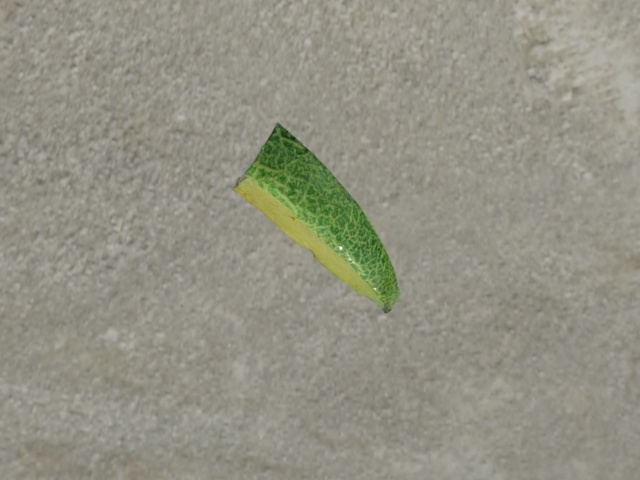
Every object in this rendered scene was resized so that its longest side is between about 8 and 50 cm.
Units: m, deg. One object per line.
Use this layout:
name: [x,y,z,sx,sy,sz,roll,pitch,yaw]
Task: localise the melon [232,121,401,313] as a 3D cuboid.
melon: [0.001,0.000,0.986,0.114,0.053,0.262,-5,139,42]
